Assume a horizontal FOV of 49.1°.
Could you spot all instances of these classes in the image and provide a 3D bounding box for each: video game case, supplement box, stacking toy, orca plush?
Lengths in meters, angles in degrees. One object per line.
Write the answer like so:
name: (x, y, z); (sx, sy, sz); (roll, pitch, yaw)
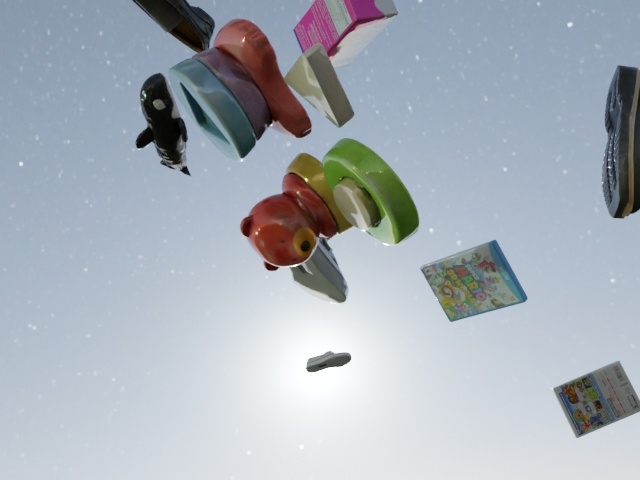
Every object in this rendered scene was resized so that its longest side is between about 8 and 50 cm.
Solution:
video game case: (0.459, 0.263, 1.160); (0.122, 0.087, 0.011); (-23, -14, 0)
video game case: (0.268, 0.075, 1.239); (0.166, 0.119, 0.015); (-25, 7, 45)
supplement box: (0.049, -0.463, 1.485); (0.111, 0.114, 0.220); (-18, -6, -31)
stacking toy: (-0.047, -0.081, 0.789); (0.130, 0.279, 0.309); (-40, -63, -13)
orca plush: (-0.359, -0.232, 1.514); (0.102, 0.151, 0.287); (-26, -16, -18)

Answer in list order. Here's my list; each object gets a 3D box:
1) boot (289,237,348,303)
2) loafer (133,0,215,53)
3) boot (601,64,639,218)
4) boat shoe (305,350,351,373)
boot: (0.000, 0.000, 1.091); (0.095, 0.123, 0.258); (12, -24, 23)
loafer: (-0.242, -0.367, 1.140); (0.062, 0.061, 0.170); (-23, -33, 40)
boot: (0.379, -0.105, 0.745); (0.136, 0.198, 0.077); (11, -27, 10)
boat shoe: (0.016, 0.237, 1.408); (0.100, 0.035, 0.035); (-22, -52, 21)
